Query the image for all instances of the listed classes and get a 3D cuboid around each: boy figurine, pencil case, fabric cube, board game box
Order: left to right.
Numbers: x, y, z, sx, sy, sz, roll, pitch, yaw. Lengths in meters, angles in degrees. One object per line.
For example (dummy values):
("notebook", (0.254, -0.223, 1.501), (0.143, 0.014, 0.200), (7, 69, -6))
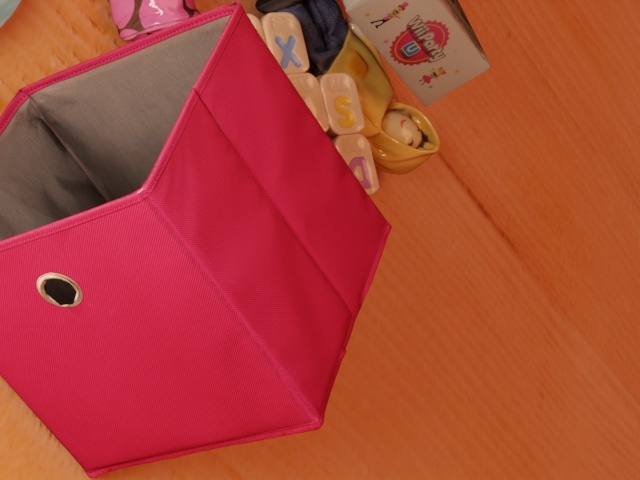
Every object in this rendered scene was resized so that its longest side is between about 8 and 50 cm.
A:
("pencil case", (-0.178, -0.297, 1.561), (0.098, 0.095, 0.209), (-7, 83, -79))
("fabric cube", (-0.133, 0.006, 1.328), (0.258, 0.254, 0.259), (56, 35, -29))
("boy figurine", (0.035, -0.184, 1.833), (0.285, 0.092, 0.177), (55, 33, -21))
("board game box", (0.066, -0.336, 1.823), (0.224, 0.097, 0.303), (43, 21, -54))

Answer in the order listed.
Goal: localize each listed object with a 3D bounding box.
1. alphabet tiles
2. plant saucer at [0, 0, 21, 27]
("alphabet tiles", (-0.053, -0.103, 1.657), (0.284, 0.021, 0.278), (-8, 85, -45))
("plant saucer", (-0.363, -0.306, 1.318), (0.317, 0.044, 0.317), (30, 52, -47))
